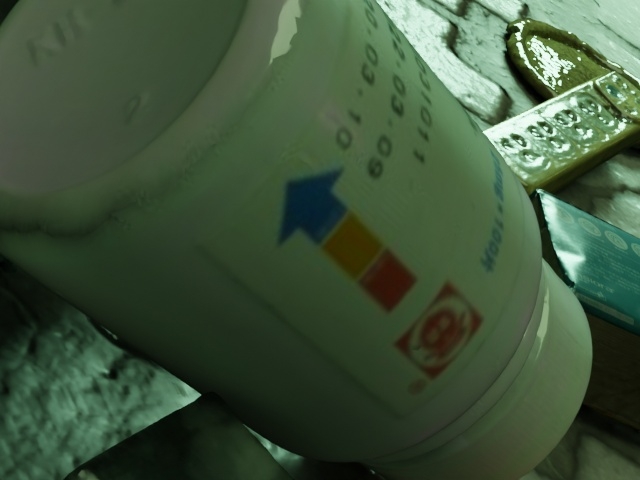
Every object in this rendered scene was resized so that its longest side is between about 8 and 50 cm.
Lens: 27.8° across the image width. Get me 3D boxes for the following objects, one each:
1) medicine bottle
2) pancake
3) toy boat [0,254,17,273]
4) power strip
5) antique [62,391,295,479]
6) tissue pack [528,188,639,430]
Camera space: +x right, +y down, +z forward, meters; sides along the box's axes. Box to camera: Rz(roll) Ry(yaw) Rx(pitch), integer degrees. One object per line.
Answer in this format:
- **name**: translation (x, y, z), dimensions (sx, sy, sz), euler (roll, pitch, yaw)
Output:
- **medicine bottle**: translation (0.000, 0.000, 0.560), dimensions (0.293, 0.170, 0.170), euler (43, 21, -42)
- **pancake**: translation (0.254, -0.149, 1.227), dimensions (0.199, 0.021, 0.199), euler (25, 32, -17)
- **toy boat**: translation (-0.094, -0.059, 0.694), dimensions (0.299, 0.134, 0.092), euler (-26, 98, -55)
- **power strip**: translation (0.197, -0.083, 1.039), dimensions (0.064, 0.044, 0.305), euler (45, 36, 14)
- **antique**: translation (-0.024, 0.159, 0.475), dimensions (0.183, 0.088, 0.086), euler (45, 33, 14)
- **tissue pack**: translation (0.190, 0.054, 0.832), dimensions (0.169, 0.082, 0.120), euler (24, 32, -19)
